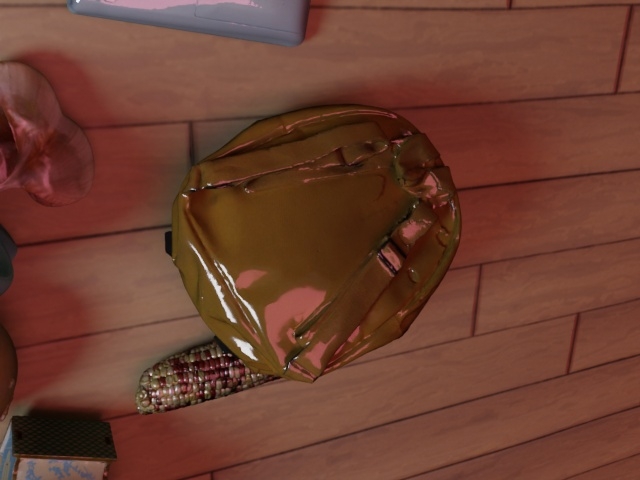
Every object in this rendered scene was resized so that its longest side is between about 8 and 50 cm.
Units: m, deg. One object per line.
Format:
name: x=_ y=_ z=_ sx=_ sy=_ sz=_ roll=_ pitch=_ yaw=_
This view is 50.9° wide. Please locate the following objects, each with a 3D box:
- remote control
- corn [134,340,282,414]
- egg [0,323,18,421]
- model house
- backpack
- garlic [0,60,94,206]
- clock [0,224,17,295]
remote control: x=-0.146 y=-0.302 z=0.807 sx=0.294 sy=0.051 sz=0.103 roll=1 pitch=110 yaw=-25
corn: x=-0.148 y=0.187 z=0.984 sx=0.254 sy=0.086 sz=0.086 roll=-15 pitch=116 yaw=-17
egg: x=-0.446 y=0.168 z=0.789 sx=0.164 sy=0.164 sz=0.201 roll=18 pitch=108 yaw=-30
model house: x=-0.350 y=0.342 z=0.894 sx=0.178 sy=0.271 sz=0.206 roll=10 pitch=69 yaw=-27
backpack: x=0.002 y=0.001 z=0.887 sx=0.378 sy=0.201 sz=0.353 roll=-24 pitch=94 yaw=-15
garlic: x=-0.334 y=-0.117 z=0.767 sx=0.124 sy=0.099 sz=0.174 roll=-32 pitch=121 yaw=-28
clock: x=-0.402 y=-0.006 z=0.671 sx=0.094 sy=0.274 sz=0.223 roll=-39 pitch=123 yaw=-8
